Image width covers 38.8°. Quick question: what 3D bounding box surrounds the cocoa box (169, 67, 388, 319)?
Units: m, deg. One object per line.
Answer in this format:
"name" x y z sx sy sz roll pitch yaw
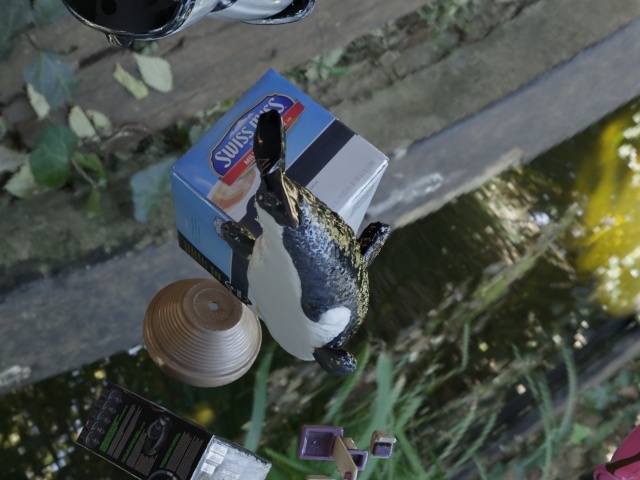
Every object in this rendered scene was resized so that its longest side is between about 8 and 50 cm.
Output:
"cocoa box" -0.076 -0.053 1.425 0.231 0.228 0.347 -48 172 -18

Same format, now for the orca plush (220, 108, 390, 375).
"orca plush" 0.000 0.000 0.694 0.102 0.151 0.287 -38 145 -16

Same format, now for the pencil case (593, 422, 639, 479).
"pencil case" 0.318 0.144 0.737 0.209 0.095 0.098 -46 166 -5

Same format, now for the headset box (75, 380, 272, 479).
"headset box" -0.278 0.395 1.703 0.131 0.283 0.246 -63 149 -13

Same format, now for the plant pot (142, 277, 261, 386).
"plant pot" -0.221 0.155 1.769 0.237 0.237 0.110 -19 152 -34

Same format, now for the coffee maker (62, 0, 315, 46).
"coffee maker" -0.073 -0.205 0.520 0.120 0.171 0.178 -10 -169 22

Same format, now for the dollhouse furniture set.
"dollhouse furniture set" 0.025 0.247 0.866 0.091 0.081 0.114 7 106 -17
